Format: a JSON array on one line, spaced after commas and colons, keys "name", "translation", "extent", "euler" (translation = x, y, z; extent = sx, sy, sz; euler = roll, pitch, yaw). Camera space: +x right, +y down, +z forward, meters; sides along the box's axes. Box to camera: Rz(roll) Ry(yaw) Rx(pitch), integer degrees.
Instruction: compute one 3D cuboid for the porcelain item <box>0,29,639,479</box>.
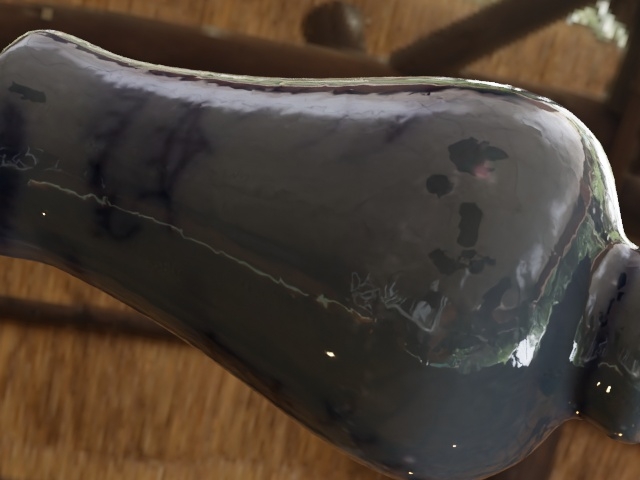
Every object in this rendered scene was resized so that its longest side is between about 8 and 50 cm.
[{"name": "porcelain item", "translation": [0.000, 0.000, 0.556], "extent": [0.259, 0.141, 0.141], "euler": [17, -151, 15]}]
